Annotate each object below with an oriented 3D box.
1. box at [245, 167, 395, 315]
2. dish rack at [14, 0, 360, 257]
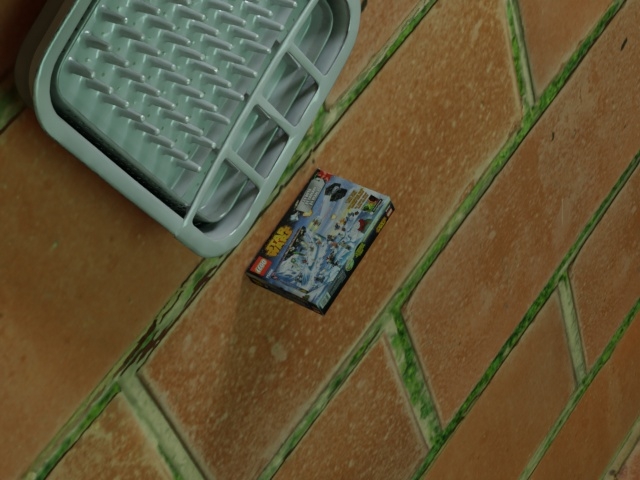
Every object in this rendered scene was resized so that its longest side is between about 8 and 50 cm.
[{"bbox_3d":[0.000,0.000,1.433,0.137,0.094,0.027,-55,147,-17],"label":"box"},{"bbox_3d":[-0.108,-0.164,1.180,0.285,0.072,0.333,-60,149,-9],"label":"dish rack"}]
